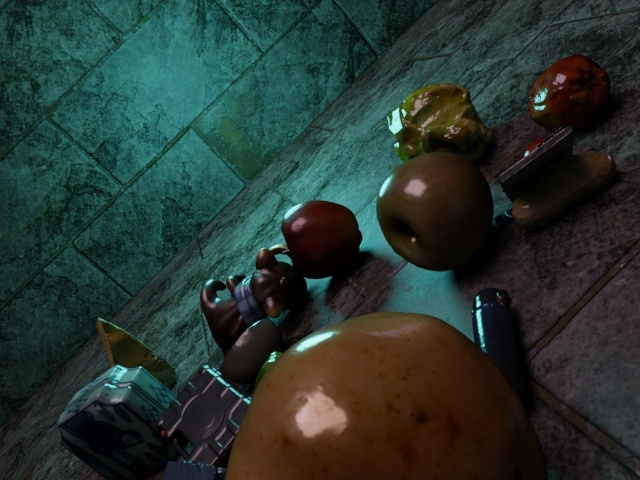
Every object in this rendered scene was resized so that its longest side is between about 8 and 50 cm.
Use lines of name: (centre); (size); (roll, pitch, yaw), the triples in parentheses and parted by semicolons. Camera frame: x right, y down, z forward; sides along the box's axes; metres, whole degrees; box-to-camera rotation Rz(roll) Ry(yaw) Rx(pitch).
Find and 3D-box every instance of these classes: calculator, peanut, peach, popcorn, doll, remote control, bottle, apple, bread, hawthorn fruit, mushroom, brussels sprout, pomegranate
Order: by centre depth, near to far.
pomegranate: (0.063, 0.280, 0.699); (0.412, 0.411, 0.411); (-37, 22, 18)
bottle: (0.293, 0.173, 0.931); (0.082, 0.072, 0.244); (-57, 11, 33)
peanut: (0.476, -0.103, 1.118); (0.214, 0.099, 0.099); (-43, 20, 19)
calculator: (0.437, -0.146, 1.140); (0.161, 0.021, 0.262); (-38, -19, 17)
apple: (0.255, -0.066, 1.219); (0.234, 0.256, 0.257); (-32, 15, -25)
remote control: (0.425, -0.063, 1.226); (0.096, 0.014, 0.039); (-36, 22, 16)
brussels sprout: (-0.085, 0.329, 1.260); (0.118, 0.155, 0.155); (19, 58, 27)
peach: (0.500, -0.201, 1.284); (0.098, 0.061, 0.098); (-33, 15, 10)
hawthorn fruit: (0.568, -0.326, 1.292); (0.179, 0.174, 0.173); (-61, 4, 45)
mushroom: (-0.170, 0.304, 1.481); (0.188, 0.141, 0.117); (-48, 55, -1)
popcorn: (0.332, -0.295, 1.574); (0.226, 0.276, 0.276); (-11, 11, -21)
apple: (0.000, 0.001, 1.600); (0.234, 0.234, 0.234); (-37, 22, 18)
doll: (-0.194, 0.181, 1.685); (0.340, 0.209, 0.317); (-35, 55, 26)
bread: (-0.672, 0.443, 1.884); (0.279, 0.315, 0.248); (-59, 22, -11)

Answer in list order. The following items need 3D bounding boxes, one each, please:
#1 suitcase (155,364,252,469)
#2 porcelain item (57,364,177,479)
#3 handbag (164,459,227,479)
suitcase: (-0.267, 0.437, 1.367); (0.286, 0.066, 0.206); (19, 64, 49)
porcelain item: (-0.533, 0.502, 1.529); (0.286, 0.281, 0.157); (-33, 21, 20)
handbag: (-0.269, 0.542, 1.191); (0.221, 0.057, 0.144); (-19, 65, 49)
